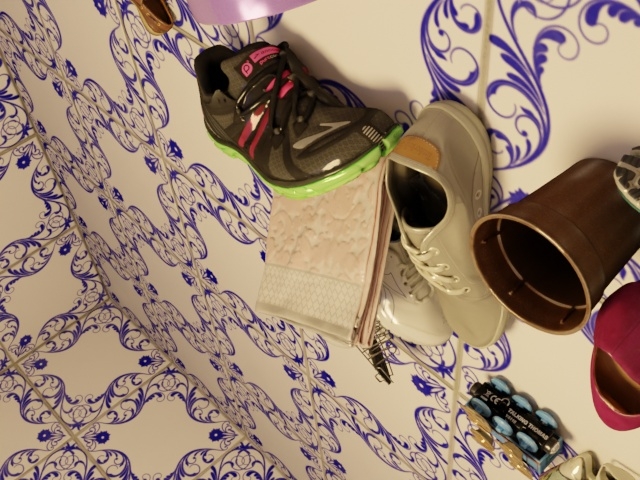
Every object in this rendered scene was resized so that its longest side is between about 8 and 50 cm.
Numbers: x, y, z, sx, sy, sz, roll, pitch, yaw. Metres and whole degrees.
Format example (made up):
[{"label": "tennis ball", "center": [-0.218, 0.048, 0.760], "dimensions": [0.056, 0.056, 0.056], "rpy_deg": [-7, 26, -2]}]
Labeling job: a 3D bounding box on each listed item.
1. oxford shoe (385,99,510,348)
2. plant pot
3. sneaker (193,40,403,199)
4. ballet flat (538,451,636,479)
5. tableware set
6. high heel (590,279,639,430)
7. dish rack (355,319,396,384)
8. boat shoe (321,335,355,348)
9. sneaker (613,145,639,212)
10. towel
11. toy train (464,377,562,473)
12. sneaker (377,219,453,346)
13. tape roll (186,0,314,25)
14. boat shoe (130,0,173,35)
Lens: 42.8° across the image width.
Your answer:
[{"label": "oxford shoe", "center": [0.184, 0.005, 1.212], "dimensions": [0.169, 0.130, 0.449], "rpy_deg": [28, 147, 40]}, {"label": "plant pot", "center": [0.292, -0.004, 0.958], "dimensions": [0.167, 0.165, 0.167], "rpy_deg": [40, 152, 26]}, {"label": "sneaker", "center": [-0.070, -0.208, 1.311], "dimensions": [0.483, 0.185, 0.202], "rpy_deg": [24, 147, 45]}, {"label": "ballet flat", "center": [0.454, 0.392, 1.325], "dimensions": [0.222, 0.077, 0.079], "rpy_deg": [10, 113, 50]}, {"label": "tableware set", "center": [0.305, 0.353, 1.414], "dimensions": [0.141, 0.020, 0.168], "rpy_deg": [37, 166, 37]}, {"label": "high heel", "center": [0.370, 0.172, 1.031], "dimensions": [0.127, 0.181, 0.377], "rpy_deg": [36, 151, 33]}, {"label": "dish rack", "center": [0.076, 0.139, 1.546], "dimensions": [0.271, 0.074, 0.208], "rpy_deg": [53, -168, -36]}, {"label": "boat shoe", "center": [0.005, 0.148, 1.779], "dimensions": [0.219, 0.078, 0.070], "rpy_deg": [40, 154, 30]}, {"label": "sneaker", "center": [0.416, 0.000, 0.827], "dimensions": [0.275, 0.107, 0.110], "rpy_deg": [40, 161, 27]}, {"label": "towel", "center": [0.000, 0.000, 1.410], "dimensions": [0.332, 0.053, 0.316], "rpy_deg": [10, 91, 55]}, {"label": "toy train", "center": [0.335, 0.318, 1.419], "dimensions": [0.184, 0.080, 0.105], "rpy_deg": [35, 156, 35]}, {"label": "sneaker", "center": [0.130, 0.056, 1.403], "dimensions": [0.297, 0.111, 0.129], "rpy_deg": [52, 151, 1]}, {"label": "tape roll", "center": [-0.037, -0.349, 0.948], "dimensions": [0.275, 0.275, 0.090], "rpy_deg": [21, 141, 50]}, {"label": "boat shoe", "center": [-0.342, -0.483, 1.581], "dimensions": [0.060, 0.064, 0.178], "rpy_deg": [3, 133, 53]}]
